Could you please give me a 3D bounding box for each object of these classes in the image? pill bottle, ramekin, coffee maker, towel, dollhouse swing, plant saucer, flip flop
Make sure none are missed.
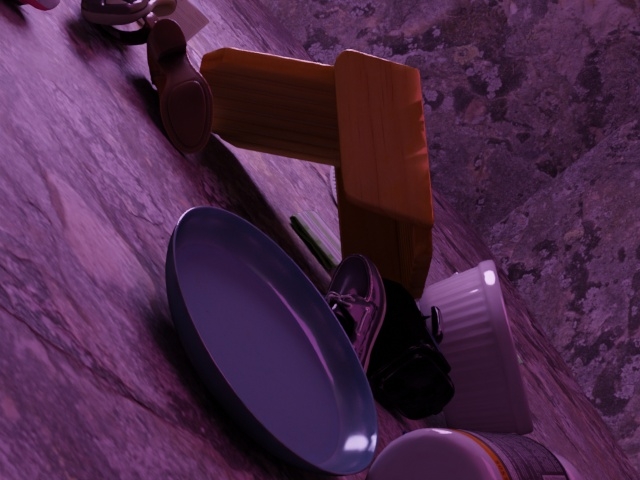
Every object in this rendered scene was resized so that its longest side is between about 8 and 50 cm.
[{"bbox_3d":[0.175,0.283,1.325,0.278,0.162,0.162,17,34,-55],"label":"pill bottle"},{"bbox_3d":[0.234,0.172,1.914,0.273,0.127,0.272,-12,90,-83],"label":"ramekin"},{"bbox_3d":[0.093,0.143,1.731,0.171,0.120,0.178,25,20,-25],"label":"coffee maker"},{"bbox_3d":[0.000,0.000,2.035,0.113,0.023,0.152,50,13,5],"label":"towel"},{"bbox_3d":[-0.010,-0.086,1.799,0.347,0.305,0.315,92,-5,-72],"label":"dollhouse swing"},{"bbox_3d":[-0.054,0.107,1.278,0.317,0.044,0.317,45,21,-23],"label":"plant saucer"},{"bbox_3d":[-0.272,-0.314,1.780,0.277,0.112,0.080,-81,169,-75],"label":"flip flop"}]

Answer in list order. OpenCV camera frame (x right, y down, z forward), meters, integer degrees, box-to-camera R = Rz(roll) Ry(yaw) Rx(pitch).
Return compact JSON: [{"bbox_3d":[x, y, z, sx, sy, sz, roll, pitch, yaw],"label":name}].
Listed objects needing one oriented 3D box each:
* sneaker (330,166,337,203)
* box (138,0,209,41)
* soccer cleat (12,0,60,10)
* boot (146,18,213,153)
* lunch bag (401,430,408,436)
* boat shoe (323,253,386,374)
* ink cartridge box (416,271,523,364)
[{"bbox_3d":[0.112,-0.045,2.455,0.161,0.102,0.282,38,27,-61],"label":"sneaker"},{"bbox_3d":[-0.255,-0.390,2.091,0.102,0.087,0.101,43,13,-39],"label":"box"},{"bbox_3d":[-0.399,-0.423,1.464,0.331,0.143,0.116,48,11,-17],"label":"soccer cleat"},{"bbox_3d":[-0.199,-0.203,1.762,0.152,0.073,0.197,133,-53,-76],"label":"boot"},{"bbox_3d":[0.114,0.277,1.456,0.098,0.065,0.067,42,-2,-34],"label":"lunch bag"},{"bbox_3d":[0.031,0.091,1.498,0.065,0.075,0.206,65,29,-49],"label":"boat shoe"},{"bbox_3d":[0.272,0.172,2.327,0.062,0.109,0.209,37,18,-51],"label":"ink cartridge box"}]
